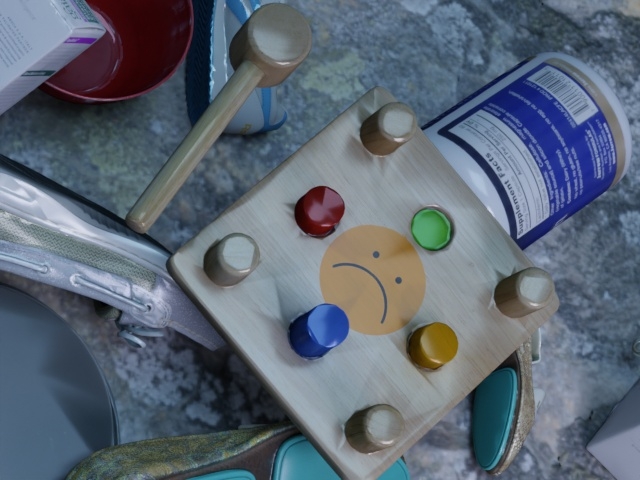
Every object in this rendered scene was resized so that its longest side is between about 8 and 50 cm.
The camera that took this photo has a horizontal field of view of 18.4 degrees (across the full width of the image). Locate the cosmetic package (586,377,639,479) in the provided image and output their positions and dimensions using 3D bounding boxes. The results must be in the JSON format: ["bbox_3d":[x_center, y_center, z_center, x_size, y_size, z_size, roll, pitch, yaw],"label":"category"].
[{"bbox_3d":[0.359,0.158,1.835,0.085,0.231,0.117,45,62,-2],"label":"cosmetic package"}]

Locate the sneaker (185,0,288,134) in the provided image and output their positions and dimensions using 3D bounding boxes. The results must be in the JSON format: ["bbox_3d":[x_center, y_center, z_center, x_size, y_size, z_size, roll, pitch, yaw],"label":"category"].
[{"bbox_3d":[-0.070,-0.214,1.861,0.092,0.087,0.228,4,92,-24],"label":"sneaker"}]

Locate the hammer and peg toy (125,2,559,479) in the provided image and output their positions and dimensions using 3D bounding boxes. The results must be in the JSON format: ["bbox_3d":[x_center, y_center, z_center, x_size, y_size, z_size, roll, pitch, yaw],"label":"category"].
[{"bbox_3d":[0.000,0.000,1.663,0.266,0.127,0.361,-42,93,-20],"label":"hammer and peg toy"}]

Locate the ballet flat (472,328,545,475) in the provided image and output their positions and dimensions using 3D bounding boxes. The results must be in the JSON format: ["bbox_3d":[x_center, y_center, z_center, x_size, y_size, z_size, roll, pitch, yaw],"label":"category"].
[{"bbox_3d":[0.184,0.124,1.871,0.067,0.073,0.206,14,70,-33],"label":"ballet flat"}]

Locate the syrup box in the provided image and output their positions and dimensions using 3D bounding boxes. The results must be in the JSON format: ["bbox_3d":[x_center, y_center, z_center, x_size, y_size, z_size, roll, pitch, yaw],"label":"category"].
[{"bbox_3d":[-0.308,-0.145,1.674,0.237,0.096,0.093,-36,87,11],"label":"syrup box"}]

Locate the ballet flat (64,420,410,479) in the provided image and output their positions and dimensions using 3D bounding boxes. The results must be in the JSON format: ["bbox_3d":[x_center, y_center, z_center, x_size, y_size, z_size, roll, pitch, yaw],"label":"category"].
[{"bbox_3d":[-0.074,0.207,1.700,0.348,0.123,0.123,-4,72,-43],"label":"ballet flat"}]

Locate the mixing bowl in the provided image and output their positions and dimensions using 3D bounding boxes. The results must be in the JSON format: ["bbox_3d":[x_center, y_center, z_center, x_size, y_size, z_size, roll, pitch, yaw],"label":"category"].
[{"bbox_3d":[-0.216,-0.195,1.798,0.181,0.098,0.181,7,71,-20],"label":"mixing bowl"}]

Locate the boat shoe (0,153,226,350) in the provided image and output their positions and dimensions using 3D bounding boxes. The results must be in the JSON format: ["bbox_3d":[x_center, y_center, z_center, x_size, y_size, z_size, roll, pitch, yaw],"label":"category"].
[{"bbox_3d":[-0.207,0.022,1.704,0.320,0.118,0.103,30,92,-33],"label":"boat shoe"}]

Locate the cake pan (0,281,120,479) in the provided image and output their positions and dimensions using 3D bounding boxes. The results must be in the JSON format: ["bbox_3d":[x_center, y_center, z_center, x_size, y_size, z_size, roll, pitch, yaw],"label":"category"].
[{"bbox_3d":[-0.304,0.160,1.661,0.293,0.054,0.293,7,69,-20],"label":"cake pan"}]

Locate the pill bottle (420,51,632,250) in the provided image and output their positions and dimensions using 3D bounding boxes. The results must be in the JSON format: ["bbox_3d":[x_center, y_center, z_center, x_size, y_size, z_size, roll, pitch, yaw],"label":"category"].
[{"bbox_3d":[0.158,-0.059,1.875,0.265,0.153,0.153,-33,86,-28],"label":"pill bottle"}]

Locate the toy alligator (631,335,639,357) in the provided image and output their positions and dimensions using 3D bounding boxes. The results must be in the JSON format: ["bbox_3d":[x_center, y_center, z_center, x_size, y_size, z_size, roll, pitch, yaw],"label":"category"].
[{"bbox_3d":[0.387,0.095,1.976,0.190,0.056,0.051,3,29,-20],"label":"toy alligator"}]
